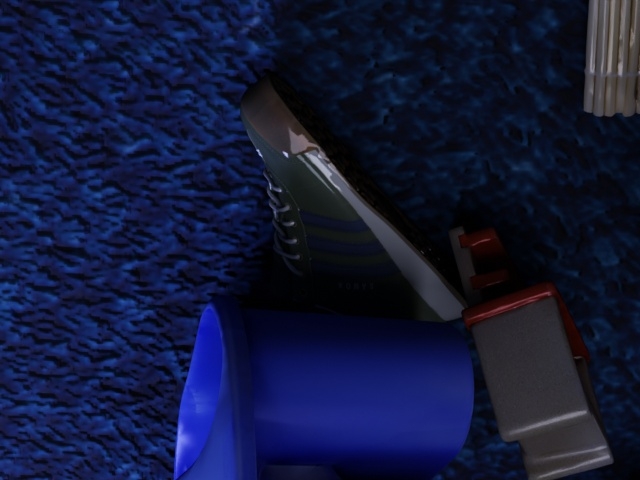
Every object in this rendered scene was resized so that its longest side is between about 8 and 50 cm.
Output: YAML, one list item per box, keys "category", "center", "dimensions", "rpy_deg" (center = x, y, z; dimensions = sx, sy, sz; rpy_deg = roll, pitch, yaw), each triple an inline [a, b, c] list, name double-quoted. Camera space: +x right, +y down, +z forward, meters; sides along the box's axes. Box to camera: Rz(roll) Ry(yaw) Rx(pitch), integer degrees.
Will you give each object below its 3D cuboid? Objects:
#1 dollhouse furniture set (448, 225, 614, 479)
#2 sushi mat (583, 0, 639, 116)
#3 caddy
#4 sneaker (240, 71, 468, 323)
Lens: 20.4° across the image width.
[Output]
- category: "dollhouse furniture set"
  center: [0.211, 0.025, 0.964]
  dimensions: [0.259, 0.135, 0.262]
  rpy_deg: [-17, 149, 11]
- category: "sushi mat"
  center: [0.218, -0.209, 0.919]
  dimensions: [0.151, 0.019, 0.316]
  rpy_deg: [-1, 119, 0]
- category: "caddy"
  center: [-0.027, 0.172, 0.970]
  dimensions: [0.179, 0.241, 0.341]
  rpy_deg: [1, 153, -10]
- category: "sneaker"
  center: [0.000, 0.000, 1.002]
  dimensions: [0.086, 0.064, 0.192]
  rpy_deg: [-37, 117, 12]
